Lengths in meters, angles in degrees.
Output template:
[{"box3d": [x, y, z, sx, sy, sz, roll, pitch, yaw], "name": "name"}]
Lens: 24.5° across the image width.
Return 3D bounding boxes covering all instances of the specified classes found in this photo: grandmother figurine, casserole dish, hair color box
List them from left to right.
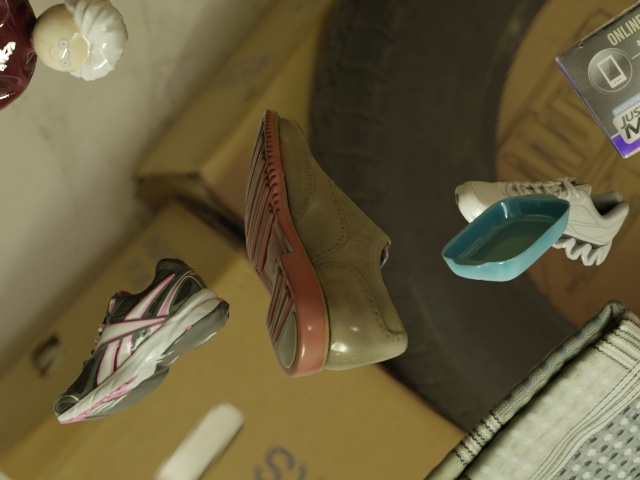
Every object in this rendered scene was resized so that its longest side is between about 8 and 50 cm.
[{"box3d": [-0.367, -0.202, 1.503, 0.342, 0.104, 0.208, -2, 142, 0], "name": "grandmother figurine"}, {"box3d": [0.227, -0.001, 1.778, 0.114, 0.188, 0.037, 5, 122, 39], "name": "casserole dish"}, {"box3d": [0.317, -0.164, 1.307, 0.110, 0.185, 0.339, 57, -168, 4], "name": "hair color box"}]

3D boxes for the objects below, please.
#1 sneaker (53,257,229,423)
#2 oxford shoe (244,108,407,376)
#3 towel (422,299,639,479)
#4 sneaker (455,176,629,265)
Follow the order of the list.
[{"box3d": [-0.159, 0.083, 1.242, 0.077, 0.178, 0.072, 55, -168, 17], "name": "sneaker"}, {"box3d": [0.000, 0.000, 1.512, 0.130, 0.348, 0.123, 0, 138, -15], "name": "oxford shoe"}, {"box3d": [0.182, 0.223, 1.161, 0.056, 0.324, 0.312, 47, -176, 39], "name": "towel"}, {"box3d": [0.333, -0.053, 2.212, 0.292, 0.118, 0.110, 11, -137, -28], "name": "sneaker"}]
